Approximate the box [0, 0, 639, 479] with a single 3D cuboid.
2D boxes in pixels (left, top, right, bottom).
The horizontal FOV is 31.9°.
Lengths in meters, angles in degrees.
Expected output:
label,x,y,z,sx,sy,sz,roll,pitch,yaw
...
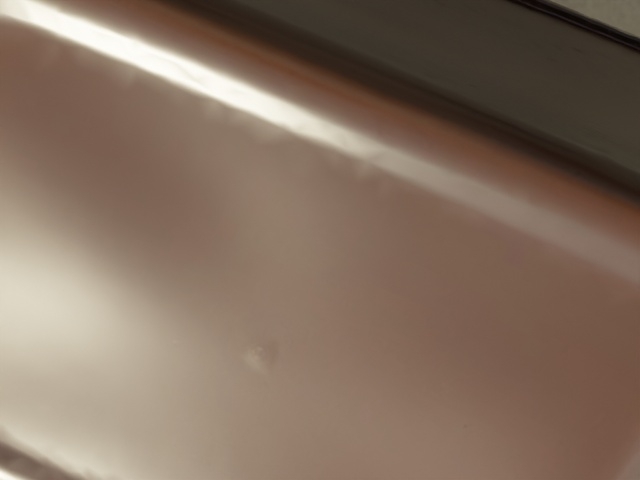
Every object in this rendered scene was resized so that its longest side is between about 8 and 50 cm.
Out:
label,x,y,z,sx,sy,sz,roll,pitch,yaw
box,0.000,0.000,0.497,0.339,0.229,0.239,23,113,1
